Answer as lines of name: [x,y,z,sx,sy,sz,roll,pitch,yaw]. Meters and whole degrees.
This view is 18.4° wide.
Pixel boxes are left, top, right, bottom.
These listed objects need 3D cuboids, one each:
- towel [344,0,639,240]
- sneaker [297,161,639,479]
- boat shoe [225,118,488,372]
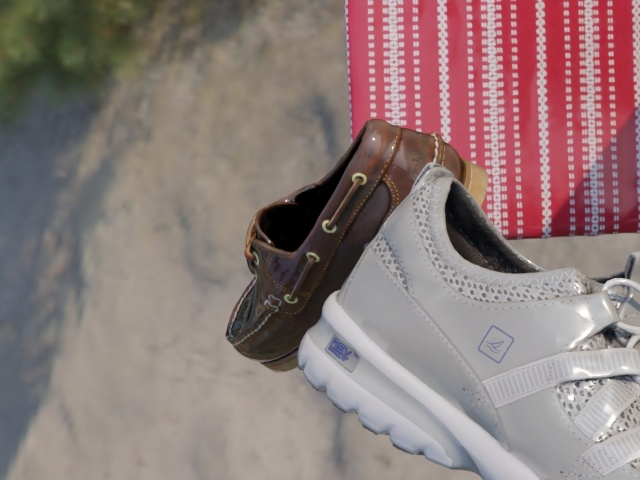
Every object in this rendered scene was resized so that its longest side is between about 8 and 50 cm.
towel: [0.151,-0.100,1.204,0.031,0.275,0.199,-176,84,-83]
sneaker: [0.119,0.062,0.770,0.281,0.105,0.115,28,102,25]
boat shoe: [0.000,0.000,1.002,0.207,0.073,0.073,-43,29,47]
